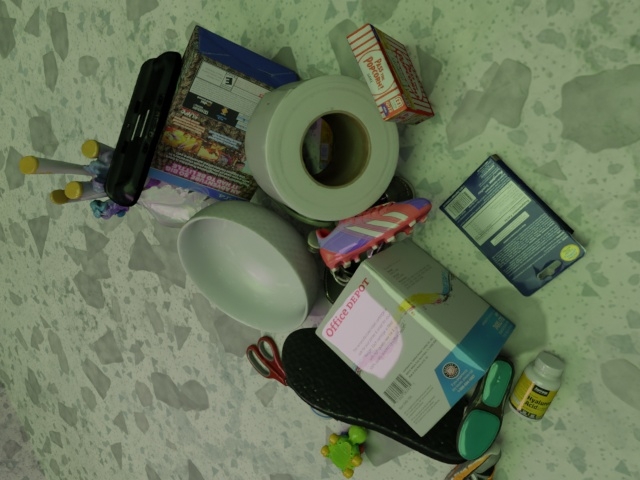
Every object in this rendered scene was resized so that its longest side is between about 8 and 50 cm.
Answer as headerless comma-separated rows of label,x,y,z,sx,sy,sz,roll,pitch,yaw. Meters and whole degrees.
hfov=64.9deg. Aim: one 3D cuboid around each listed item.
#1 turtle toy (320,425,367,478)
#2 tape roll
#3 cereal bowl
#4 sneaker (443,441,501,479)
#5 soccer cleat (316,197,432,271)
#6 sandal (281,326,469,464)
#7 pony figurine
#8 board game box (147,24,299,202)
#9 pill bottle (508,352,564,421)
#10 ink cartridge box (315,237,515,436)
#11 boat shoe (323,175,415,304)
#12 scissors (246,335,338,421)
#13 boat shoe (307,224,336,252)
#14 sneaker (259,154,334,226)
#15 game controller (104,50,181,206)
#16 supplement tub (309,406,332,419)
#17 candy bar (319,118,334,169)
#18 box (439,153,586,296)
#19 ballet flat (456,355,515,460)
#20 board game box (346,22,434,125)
turtle toy,0.066,0.488,1.189,0.095,0.066,0.130,38,120,20
tape roll,-0.002,-0.169,0.916,0.169,0.246,0.246,-146,53,-65
cereal bowl,-0.145,0.044,1.133,0.338,0.141,0.339,18,136,18
sneaker,0.313,0.479,1.015,0.083,0.084,0.215,34,128,19
soccer cleat,0.087,-0.026,0.917,0.248,0.083,0.095,-33,79,39
sandal,0.107,0.334,1.058,0.445,0.168,0.107,25,147,19
pony figurine,-0.464,-0.164,1.240,0.350,0.363,0.303,-9,90,20
board game box,-0.205,-0.244,1.053,0.291,0.232,0.141,-53,33,31
pill bottle,0.390,0.262,0.907,0.065,0.065,0.116,27,116,26
ink cartridge box,0.174,0.167,0.946,0.270,0.197,0.198,42,123,18
boat shoe,0.075,0.012,1.034,0.112,0.095,0.335,39,121,19
scissors,-0.079,0.368,1.287,0.297,0.021,0.109,45,121,15
boat shoe,0.000,0.000,1.059,0.049,0.137,0.043,32,115,3
sneaker,-0.045,-0.126,1.086,0.222,0.083,0.118,36,120,22
game controller,-0.351,-0.222,1.009,0.166,0.067,0.319,10,83,48
supplement tub,0.019,0.360,1.184,0.071,0.071,0.107,28,116,25
candy bar,0.016,-0.222,1.058,0.040,0.018,0.162,16,112,34
box,0.334,-0.024,0.884,0.225,0.036,0.136,50,125,14
ballet flat,0.311,0.312,0.949,0.074,0.074,0.203,21,92,28
board game box,0.126,-0.274,0.859,0.045,0.193,0.147,-24,89,27
